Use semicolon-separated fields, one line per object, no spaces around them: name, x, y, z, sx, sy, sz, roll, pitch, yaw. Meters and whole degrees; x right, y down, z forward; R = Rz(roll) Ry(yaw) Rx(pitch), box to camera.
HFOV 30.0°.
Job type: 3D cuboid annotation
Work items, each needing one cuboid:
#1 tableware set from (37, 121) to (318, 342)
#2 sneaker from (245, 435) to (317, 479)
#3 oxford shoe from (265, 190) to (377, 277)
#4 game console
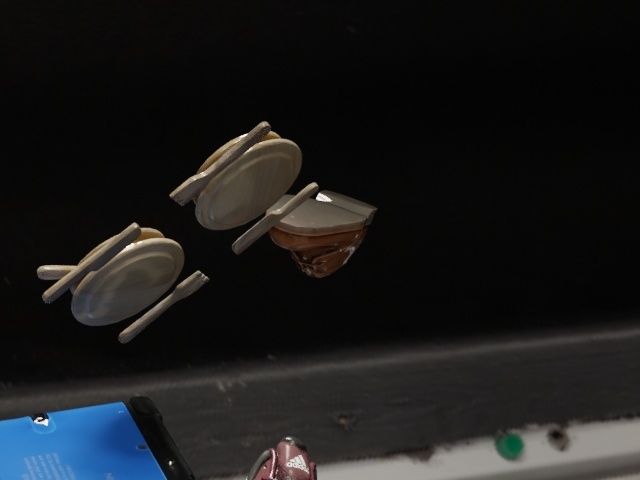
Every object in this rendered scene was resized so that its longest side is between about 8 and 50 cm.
tableware set;-0.098;-0.013;0.834;0.194;0.039;0.128;-38;-24;1
sneaker;-0.031;0.248;1.105;0.106;0.281;0.163;23;-120;-15
oxford shoe;0.000;0.000;1.073;0.076;0.212;0.076;22;-82;16
game console;-0.115;0.244;0.763;0.250;0.293;0.173;-6;-67;-24
